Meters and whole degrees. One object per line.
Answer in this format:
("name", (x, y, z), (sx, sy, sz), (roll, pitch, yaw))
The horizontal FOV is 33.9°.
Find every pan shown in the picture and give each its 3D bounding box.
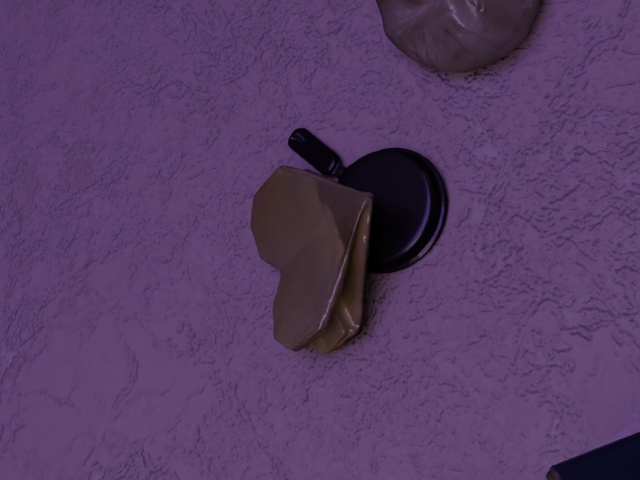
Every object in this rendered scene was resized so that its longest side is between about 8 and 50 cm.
("pan", (0.034, -0.059, 1.118), (0.235, 0.028, 0.136), (40, 99, 36))

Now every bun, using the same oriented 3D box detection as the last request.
("bun", (0.138, -0.266, 1.083), (0.183, 0.102, 0.183), (-11, 66, 26))

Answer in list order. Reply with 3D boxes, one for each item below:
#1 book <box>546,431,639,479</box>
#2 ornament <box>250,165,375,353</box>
("book", (0.322, 0.202, 0.747), (0.269, 0.025, 0.191), (-17, 56, -18))
("ornament", (0.000, 0.000, 1.071), (0.180, 0.059, 0.201), (-44, 52, 42))
